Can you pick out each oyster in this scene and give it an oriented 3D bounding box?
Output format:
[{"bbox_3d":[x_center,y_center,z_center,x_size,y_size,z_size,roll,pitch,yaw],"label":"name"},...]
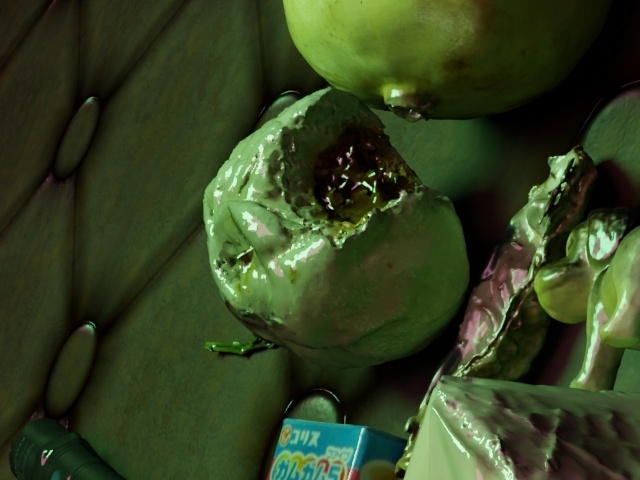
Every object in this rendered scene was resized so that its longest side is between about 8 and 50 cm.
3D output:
[{"bbox_3d":[0.162,0.069,1.569,0.345,0.079,0.129,-63,16,0],"label":"oyster"}]

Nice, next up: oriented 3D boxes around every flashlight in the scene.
[{"bbox_3d":[-0.278,0.314,2.118,0.424,0.103,0.103,19,85,62],"label":"flashlight"}]

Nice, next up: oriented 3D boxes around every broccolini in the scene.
[{"bbox_3d":[-0.083,0.109,1.999,0.194,0.054,0.052,-34,60,48],"label":"broccolini"}]

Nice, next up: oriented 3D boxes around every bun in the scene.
[{"bbox_3d":[-0.002,0.007,1.674,0.281,0.205,0.281,56,158,36],"label":"bun"}]

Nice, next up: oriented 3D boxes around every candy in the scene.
[{"bbox_3d":[-0.005,0.325,1.622,0.157,0.100,0.305,-4,63,60],"label":"candy"}]

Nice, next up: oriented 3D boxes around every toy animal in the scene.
[{"bbox_3d":[0.244,0.044,1.337,0.233,0.121,0.168,123,152,-75],"label":"toy animal"}]

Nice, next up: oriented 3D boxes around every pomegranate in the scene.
[{"bbox_3d":[0.122,-0.259,1.677,0.332,0.333,0.332,-41,36,39],"label":"pomegranate"}]

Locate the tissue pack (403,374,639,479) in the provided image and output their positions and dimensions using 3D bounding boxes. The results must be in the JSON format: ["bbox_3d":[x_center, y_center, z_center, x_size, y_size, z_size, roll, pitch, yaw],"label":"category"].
[{"bbox_3d":[0.163,0.291,1.049,0.207,0.297,0.380,-131,51,-60],"label":"tissue pack"}]
